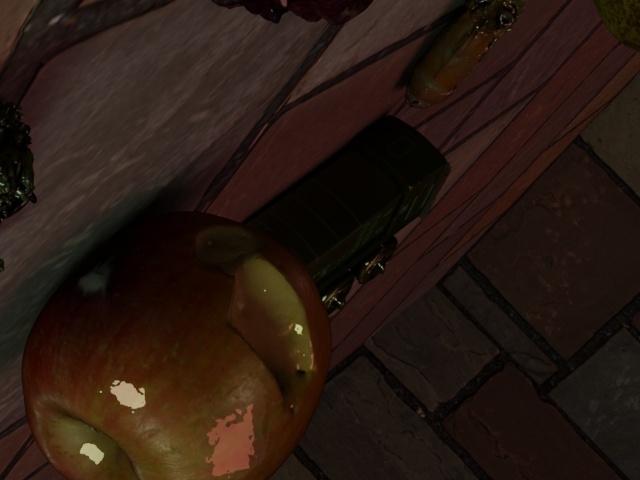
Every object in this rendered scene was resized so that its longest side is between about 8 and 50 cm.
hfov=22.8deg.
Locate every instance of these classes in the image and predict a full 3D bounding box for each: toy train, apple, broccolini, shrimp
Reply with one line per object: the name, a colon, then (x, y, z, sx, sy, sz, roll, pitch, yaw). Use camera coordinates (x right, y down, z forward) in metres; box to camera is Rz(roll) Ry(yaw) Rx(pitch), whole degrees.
toy train: (0.000, 0.000, 1.292, 0.225, 0.090, 0.137, -38, 164, -36)
apple: (-0.080, 0.071, 0.952, 0.199, 0.199, 0.199, -43, 173, -7)
broccolini: (-0.133, -0.018, 0.655, 0.052, 0.054, 0.194, -61, 179, -16)
shrimp: (0.111, -0.155, 1.202, 0.091, 0.043, 0.184, -48, -179, -22)

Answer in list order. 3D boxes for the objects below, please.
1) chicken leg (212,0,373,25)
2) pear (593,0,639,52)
chicken leg: (0.083, -0.182, 0.690, 0.158, 0.096, 0.407, -44, 176, 37)
pear: (0.303, -0.230, 1.203, 0.197, 0.197, 0.197, -43, 173, -7)
